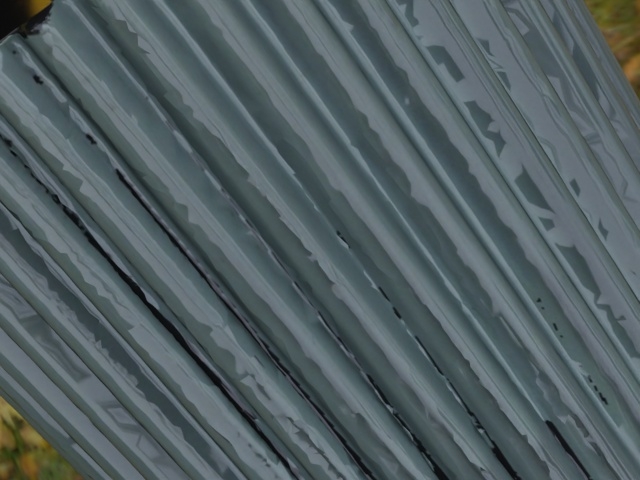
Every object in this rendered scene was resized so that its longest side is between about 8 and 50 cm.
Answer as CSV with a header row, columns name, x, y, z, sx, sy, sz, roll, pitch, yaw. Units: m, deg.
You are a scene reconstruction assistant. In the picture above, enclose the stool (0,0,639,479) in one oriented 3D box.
name,x,y,z,sx,sy,sz,roll,pitch,yaw
stool,0.000,0.000,0.779,0.297,0.297,0.330,-39,109,-9
